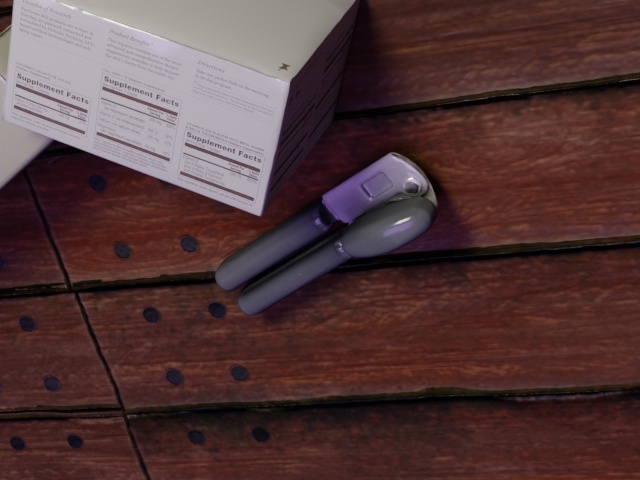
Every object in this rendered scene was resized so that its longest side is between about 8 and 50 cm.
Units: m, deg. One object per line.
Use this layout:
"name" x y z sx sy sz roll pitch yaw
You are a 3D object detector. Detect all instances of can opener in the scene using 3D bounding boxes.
"can opener" 0.000 0.000 1.595 0.280 0.093 0.074 -29 107 38

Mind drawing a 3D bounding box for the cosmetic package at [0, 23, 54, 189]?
"cosmetic package" -0.358 -0.098 1.631 0.113 0.160 0.309 46 124 -9

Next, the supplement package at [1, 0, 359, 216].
"supplement package" -0.125 -0.170 1.465 0.261 0.204 0.145 21 126 9
